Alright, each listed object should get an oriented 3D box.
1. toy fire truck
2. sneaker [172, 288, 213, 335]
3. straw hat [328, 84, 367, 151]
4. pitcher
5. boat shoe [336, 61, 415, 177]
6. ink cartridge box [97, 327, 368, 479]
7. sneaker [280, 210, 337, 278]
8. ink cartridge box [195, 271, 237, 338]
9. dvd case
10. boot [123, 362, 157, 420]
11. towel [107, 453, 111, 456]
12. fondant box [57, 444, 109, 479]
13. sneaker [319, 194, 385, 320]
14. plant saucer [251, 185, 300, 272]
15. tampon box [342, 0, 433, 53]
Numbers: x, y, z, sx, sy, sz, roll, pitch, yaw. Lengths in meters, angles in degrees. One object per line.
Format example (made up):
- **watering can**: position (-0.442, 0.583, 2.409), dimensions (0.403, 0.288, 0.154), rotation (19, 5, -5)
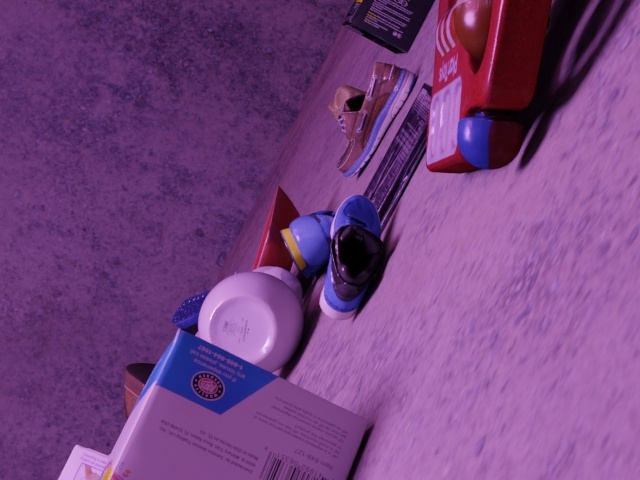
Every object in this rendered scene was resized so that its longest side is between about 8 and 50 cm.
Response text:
- **toy fire truck**: position (0.135, -0.180, 1.142), dimensions (0.302, 0.169, 0.254), rotation (-177, 90, -84)
- **sneaker**: position (-0.167, 0.135, 2.550), dimensions (0.232, 0.090, 0.081), rotation (-13, 45, 53)
- **straw hat**: position (0.046, -0.213, 2.295), dimensions (0.144, 0.061, 0.144), rotation (-61, 7, 12)
- **pitcher**: position (-0.082, 0.124, 1.770), dimensions (0.207, 0.125, 0.178), rotation (-25, -58, -84)
- **boat shoe**: position (0.060, -0.168, 1.968), dimensions (0.183, 0.066, 0.066), rotation (-59, 7, 30)
- **ink cartridge box**: position (-0.099, 0.227, 1.147), dimensions (0.233, 0.171, 0.168), rotation (-65, 7, -27)
- **sneaker**: position (0.000, 0.000, 1.851), dimensions (0.082, 0.069, 0.209), rotation (-27, -4, 0)
- **ink cartridge box**: position (-0.169, 0.197, 2.085), dimensions (0.239, 0.060, 0.275), rotation (-55, 10, 17)
- **dvd case**: position (0.080, -0.071, 1.636), dimensions (0.221, 0.018, 0.164), rotation (-61, 8, 9)
- **boot**: position (-0.179, 0.257, 1.845), dimensions (0.305, 0.112, 0.115), rotation (30, 112, 63)
- **towel**: position (-0.357, 0.480, 2.095), dimensions (0.248, 0.038, 0.325), rotation (-28, -47, -65)
- **fondant box**: position (-0.330, 0.471, 1.956), dimensions (0.238, 0.096, 0.330), rotation (69, -139, -63)
- **sneaker**: position (0.039, 0.000, 1.473), dimensions (0.084, 0.058, 0.152), rotation (116, 173, -53)
- **plant saucer**: position (-0.081, 0.078, 2.021), dimensions (0.258, 0.047, 0.259), rotation (-85, 12, -74)
- **tampon box**: position (0.118, -0.381, 2.222), dimensions (0.161, 0.101, 0.120), rotation (-62, 7, 3)
